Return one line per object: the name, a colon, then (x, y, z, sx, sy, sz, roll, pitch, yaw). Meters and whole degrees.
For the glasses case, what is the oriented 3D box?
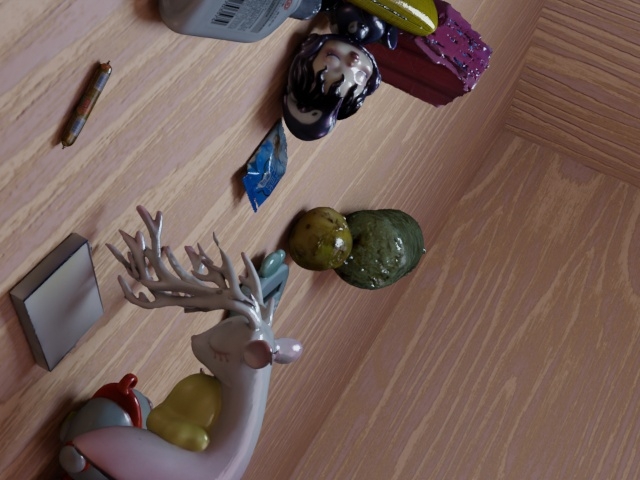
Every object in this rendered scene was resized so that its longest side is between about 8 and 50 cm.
glasses case: (0.078, -0.364, 1.103, 0.234, 0.079, 0.064, 17, 142, -37)

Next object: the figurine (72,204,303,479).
figurine: (-0.169, 0.138, 0.939, 0.316, 0.284, 0.206, -53, 167, -15)

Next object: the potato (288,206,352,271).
potato: (0.000, 0.000, 1.555, 0.137, 0.137, 0.176, -61, -174, -8)

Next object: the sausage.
sausage: (-0.234, -0.135, 0.767, 0.100, 0.015, 0.015, -62, 165, -1)

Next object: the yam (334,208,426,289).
yam: (0.143, 0.016, 1.897, 0.195, 0.195, 0.300, -66, 165, 11)

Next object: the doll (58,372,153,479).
doll: (-0.322, 0.313, 1.083, 0.199, 0.105, 0.337, -30, 152, -59)

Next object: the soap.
soap: (0.157, -0.322, 1.285, 0.099, 0.250, 0.162, -54, 164, -23)

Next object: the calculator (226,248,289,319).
calculator: (-0.130, 0.137, 1.504, 0.185, 0.041, 0.299, -42, 156, -53)

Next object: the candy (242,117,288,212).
candy: (-0.086, -0.121, 1.237, 0.136, 0.038, 0.088, -62, 153, -30)

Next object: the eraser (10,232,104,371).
eraser: (-0.298, 0.073, 0.887, 0.104, 0.023, 0.150, -53, 162, -36)

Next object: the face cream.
face cream: (-0.075, -0.298, 0.898, 0.144, 0.071, 0.291, -57, 167, 22)

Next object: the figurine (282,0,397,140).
figurine: (0.012, -0.260, 1.189, 0.222, 0.145, 0.145, -66, 165, -5)
